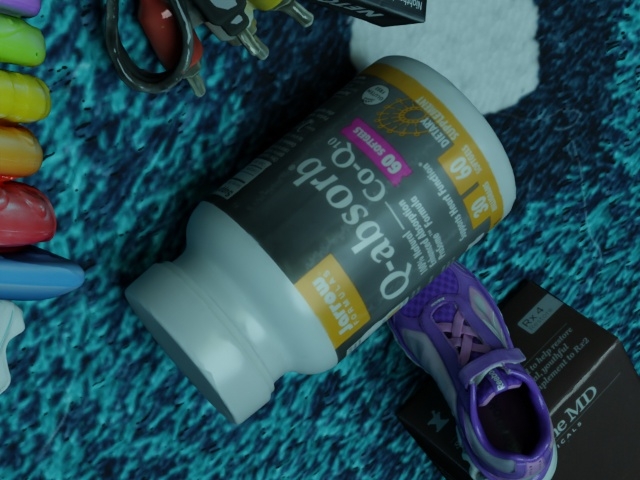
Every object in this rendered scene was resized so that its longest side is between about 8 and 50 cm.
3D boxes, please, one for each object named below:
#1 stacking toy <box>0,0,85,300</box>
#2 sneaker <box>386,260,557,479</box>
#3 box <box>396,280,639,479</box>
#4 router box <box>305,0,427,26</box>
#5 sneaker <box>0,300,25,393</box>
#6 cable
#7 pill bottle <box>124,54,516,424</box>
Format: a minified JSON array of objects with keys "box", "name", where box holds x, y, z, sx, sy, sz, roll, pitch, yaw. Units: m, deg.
[{"box":[-0.222,-0.121,0.777,0.165,0.175,0.302,8,96,-42],"name":"stacking toy"},{"box":[0.132,0.105,1.100,0.095,0.236,0.104,-27,169,-4],"name":"sneaker"},{"box":[0.253,0.239,1.313,0.191,0.143,0.381,-44,130,-9],"name":"box"},{"box":[0.008,-0.233,0.902,0.179,0.046,0.133,7,87,-47],"name":"router box"},{"box":[-0.254,0.108,0.920,0.061,0.053,0.152,16,102,-44],"name":"sneaker"},{"box":[-0.125,-0.216,0.866,0.139,0.072,0.287,-35,118,0],"name":"cable"},{"box":[0.000,0.000,0.982,0.278,0.162,0.162,-41,131,-13],"name":"pill bottle"}]
